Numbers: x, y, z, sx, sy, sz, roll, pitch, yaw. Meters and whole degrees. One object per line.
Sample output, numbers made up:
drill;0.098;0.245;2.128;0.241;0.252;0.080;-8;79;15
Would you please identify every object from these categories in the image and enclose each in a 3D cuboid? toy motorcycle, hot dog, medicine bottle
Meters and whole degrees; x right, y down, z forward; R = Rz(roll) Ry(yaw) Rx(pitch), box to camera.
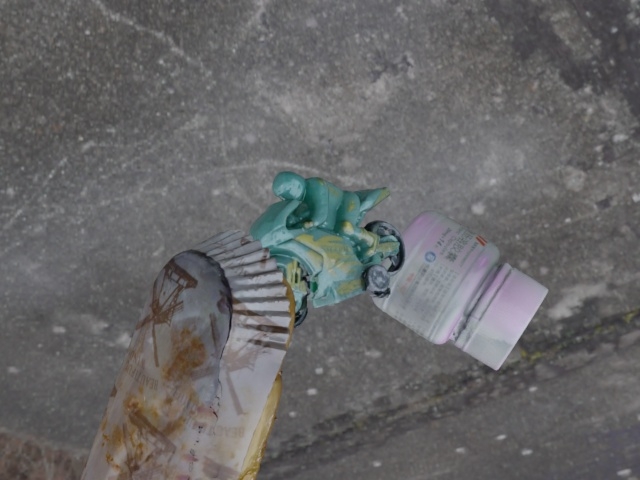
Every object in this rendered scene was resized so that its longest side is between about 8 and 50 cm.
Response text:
toy motorcycle;0.001;0.000;1.017;0.296;0.198;0.109;-16;178;-45
hot dog;-0.087;0.115;0.488;0.069;0.131;0.252;8;105;-52
medicine bottle;0.285;0.104;1.571;0.302;0.241;0.241;32;145;14
